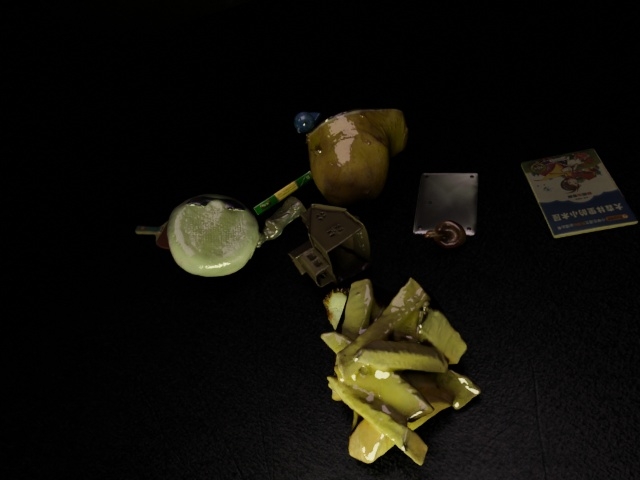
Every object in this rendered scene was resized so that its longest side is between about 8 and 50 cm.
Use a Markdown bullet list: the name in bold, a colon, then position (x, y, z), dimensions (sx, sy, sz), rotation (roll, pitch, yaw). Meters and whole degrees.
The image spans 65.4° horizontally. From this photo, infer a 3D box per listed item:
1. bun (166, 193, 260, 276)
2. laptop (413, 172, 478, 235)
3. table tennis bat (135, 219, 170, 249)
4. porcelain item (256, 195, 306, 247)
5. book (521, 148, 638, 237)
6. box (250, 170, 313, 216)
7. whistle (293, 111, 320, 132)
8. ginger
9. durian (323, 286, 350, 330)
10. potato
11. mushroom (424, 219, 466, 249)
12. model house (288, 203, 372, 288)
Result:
- **bun**: position (-0.348, -0.001, 1.623), dimensions (0.294, 0.187, 0.292), rotation (3, 64, -7)
- **laptop**: position (0.402, -0.120, 1.586), dimensions (0.188, 0.015, 0.268), rotation (2, 51, 18)
- **table tennis bat**: position (-0.558, -0.032, 1.823), dimensions (0.275, 0.021, 0.154), rotation (4, 52, 19)
- **porcelain item**: position (-0.150, -0.058, 1.687), dimensions (0.216, 0.069, 0.081), rotation (-44, 56, -14)
- **book**: position (0.762, -0.150, 1.493), dimensions (0.229, 0.018, 0.322), rotation (-12, 48, 9)
- **box**: position (-0.136, -0.158, 1.732), dimensions (0.235, 0.034, 0.132), rotation (-35, 5, -13)
- **whistle**: position (-0.058, -0.488, 2.010), dimensions (0.091, 0.090, 0.157), rotation (9, 54, 25)
- **ginger**: position (0.180, 0.275, 1.127), dimensions (0.359, 0.211, 0.412), rotation (-7, 76, 7)
- **durian**: position (0.086, 0.207, 1.354), dimensions (0.139, 0.144, 0.252), rotation (-47, 54, 6)
- **potato**: position (0.146, -0.250, 1.683), dimensions (0.398, 0.290, 0.295), rotation (-6, 71, -38)
- **mushroom**: position (0.359, -0.018, 1.466), dimensions (0.130, 0.073, 0.088), rotation (2, 88, -15)
- **model house**: position (0.000, 0.000, 1.480), dimensions (0.205, 0.211, 0.243), rotation (-32, 51, -13)
